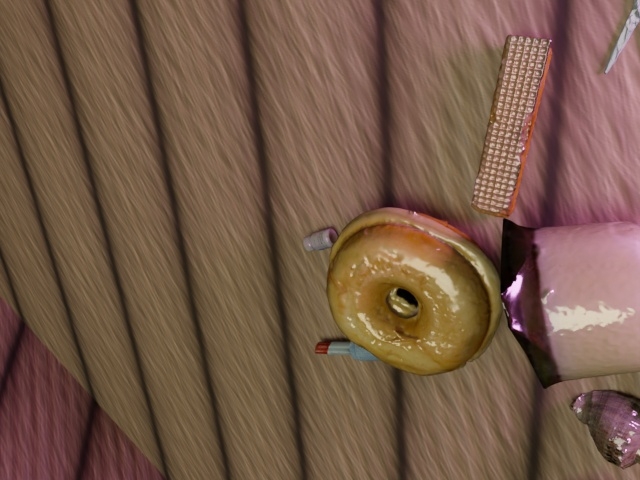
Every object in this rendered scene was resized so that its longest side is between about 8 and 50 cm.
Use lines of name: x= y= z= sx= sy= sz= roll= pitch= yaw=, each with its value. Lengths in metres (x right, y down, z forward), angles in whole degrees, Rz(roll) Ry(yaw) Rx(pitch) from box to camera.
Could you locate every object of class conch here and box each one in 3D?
conch: x=0.680 y=0.424 z=1.252 sx=0.155 sy=0.130 sz=0.207 roll=-52 pitch=53 yaw=4

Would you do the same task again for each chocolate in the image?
chocolate: x=0.532 y=0.095 z=1.051 sx=0.297 sy=0.314 sz=0.326 roll=-22 pitch=119 yaw=32

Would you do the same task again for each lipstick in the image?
lipstick: x=0.099 y=0.308 z=1.564 sx=0.274 sy=0.061 sz=0.068 roll=-6 pitch=110 yaw=34

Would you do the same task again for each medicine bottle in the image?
medicine bottle: x=0.000 y=0.000 z=1.490 sx=0.089 sy=0.052 sz=0.052 roll=-15 pitch=103 yaw=36

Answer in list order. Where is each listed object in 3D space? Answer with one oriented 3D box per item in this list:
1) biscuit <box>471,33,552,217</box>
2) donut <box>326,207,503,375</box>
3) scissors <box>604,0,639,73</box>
biscuit: x=0.393 y=-0.227 z=1.142 sx=0.094 sy=0.054 sz=0.379 roll=17 pitch=120 yaw=26
donut: x=0.215 y=0.125 z=1.324 sx=0.448 sy=0.198 sz=0.449 roll=13 pitch=118 yaw=26
scissors: x=0.572 y=-0.420 z=0.969 sx=0.144 sy=0.017 sz=0.248 roll=13 pitch=119 yaw=27
